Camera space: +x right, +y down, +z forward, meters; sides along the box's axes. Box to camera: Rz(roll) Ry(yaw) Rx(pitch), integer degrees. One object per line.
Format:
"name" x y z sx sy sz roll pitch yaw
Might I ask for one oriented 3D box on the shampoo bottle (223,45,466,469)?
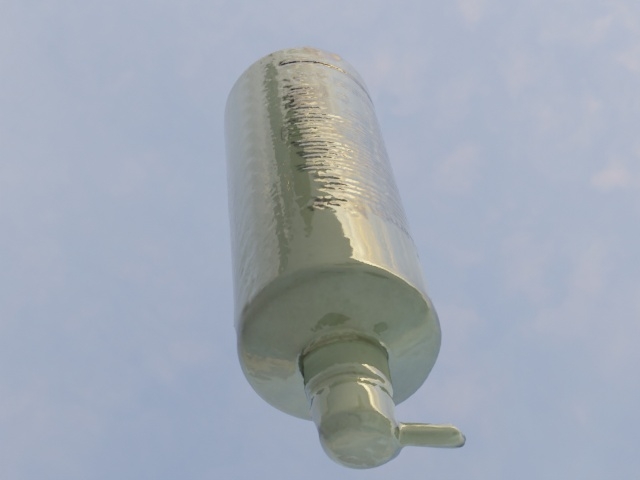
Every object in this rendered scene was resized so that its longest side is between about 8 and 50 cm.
"shampoo bottle" 0.000 0.000 0.459 0.085 0.085 0.262 -13 -145 2
